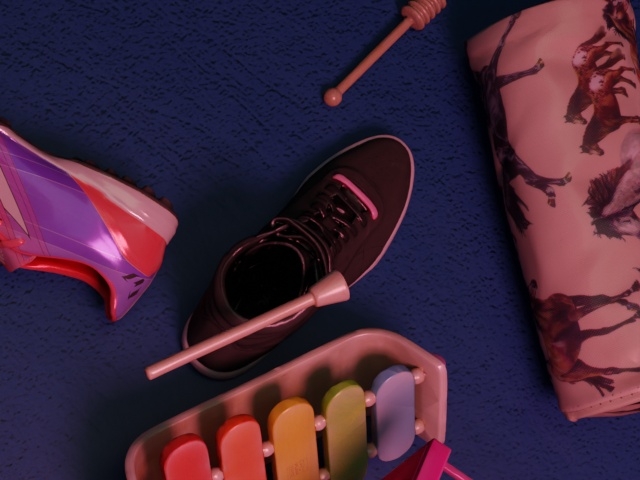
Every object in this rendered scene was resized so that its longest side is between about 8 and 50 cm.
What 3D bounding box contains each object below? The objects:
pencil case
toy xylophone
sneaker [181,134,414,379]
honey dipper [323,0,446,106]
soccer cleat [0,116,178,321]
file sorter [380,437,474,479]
[{"bbox_3d":[0.264,-0.043,1.644,0.183,0.160,0.410,-11,80,-16],"label":"pencil case"},{"bbox_3d":[-0.041,0.163,1.497,0.323,0.236,0.081,-30,50,-14],"label":"toy xylophone"},{"bbox_3d":[0.000,0.001,1.572,0.104,0.147,0.296,44,69,1],"label":"sneaker"},{"bbox_3d":[0.060,-0.187,1.695,0.030,0.030,0.160,45,72,-1],"label":"honey dipper"},{"bbox_3d":[-0.286,-0.041,1.532,0.318,0.108,0.116,25,76,-10],"label":"soccer cleat"},{"bbox_3d":[0.071,0.357,1.434,0.182,0.202,0.290,34,52,-8],"label":"file sorter"}]
